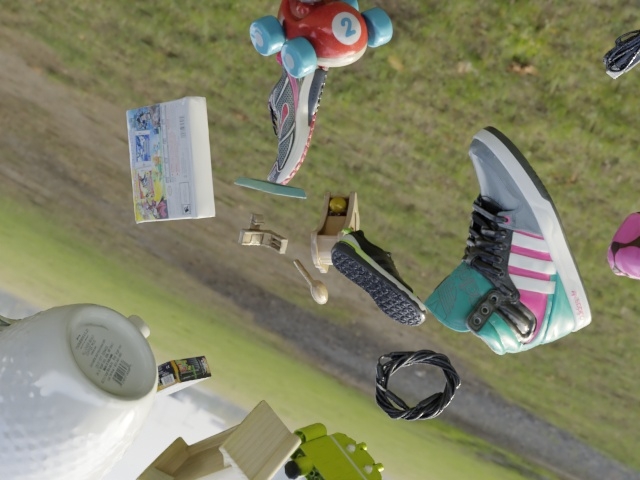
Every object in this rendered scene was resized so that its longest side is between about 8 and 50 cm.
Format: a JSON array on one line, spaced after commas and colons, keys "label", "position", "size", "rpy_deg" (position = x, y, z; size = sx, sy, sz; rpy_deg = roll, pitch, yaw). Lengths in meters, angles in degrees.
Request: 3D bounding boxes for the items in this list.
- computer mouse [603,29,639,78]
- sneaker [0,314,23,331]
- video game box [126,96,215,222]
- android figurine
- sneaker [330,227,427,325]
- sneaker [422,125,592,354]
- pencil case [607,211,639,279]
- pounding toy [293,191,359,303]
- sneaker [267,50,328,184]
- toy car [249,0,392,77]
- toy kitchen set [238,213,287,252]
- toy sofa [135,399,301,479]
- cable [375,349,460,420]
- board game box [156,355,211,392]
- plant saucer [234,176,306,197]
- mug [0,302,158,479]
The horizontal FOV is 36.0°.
[{"label": "computer mouse", "position": [0.634, -0.319, 1.683], "size": [0.272, 0.072, 0.188], "rpy_deg": [5, 147, -36]}, {"label": "sneaker", "position": [-0.654, 0.181, 1.882], "size": [0.283, 0.110, 0.122], "rpy_deg": [21, -159, -14]}, {"label": "video game box", "position": [-0.262, -0.136, 1.707], "size": [0.187, 0.205, 0.048], "rpy_deg": [-2, -177, 44]}, {"label": "android figurine", "position": [0.042, 0.512, 2.190], "size": [0.273, 0.056, 0.248], "rpy_deg": [-3, -134, -53]}, {"label": "sneaker", "position": [0.127, 0.061, 1.904], "size": [0.235, 0.097, 0.084], "rpy_deg": [43, 141, 1]}, {"label": "sneaker", "position": [0.199, 0.023, 1.195], "size": [0.295, 0.178, 0.124], "rpy_deg": [62, 175, -22]}, {"label": "pencil case", "position": [0.466, 0.015, 1.217], "size": [0.209, 0.098, 0.095], "rpy_deg": [13, 176, 42]}, {"label": "pounding toy", "position": [0.000, 0.000, 2.339], "size": [0.155, 0.269, 0.154], "rpy_deg": [1, 145, 13]}, {"label": "sneaker", "position": [-0.065, -0.261, 2.094], "size": [0.112, 0.299, 0.121], "rpy_deg": [14, -170, -1]}, {"label": "toy car", "position": [-0.003, -0.464, 1.837], "size": [0.210, 0.219, 0.238], "rpy_deg": [42, 148, 39]}, {"label": "toy kitchen set", "position": [-0.127, -0.016, 2.230], "size": [0.083, 0.068, 0.075], "rpy_deg": [1, -161, -40]}, {"label": "toy sofa", "position": [-0.196, 0.471, 1.994], "size": [0.177, 0.150, 0.362], "rpy_deg": [52, 135, -6]}, {"label": "cable", "position": [0.208, 0.311, 2.113], "size": [0.184, 0.150, 0.047], "rpy_deg": [0, 160, 10]}, {"label": "board game box", "position": [-0.313, 0.272, 1.865], "size": [0.170, 0.048, 0.141], "rpy_deg": [-24, 171, 17]}, {"label": "plant saucer", "position": [-0.094, -0.099, 1.817], "size": [0.067, 0.018, 0.192], "rpy_deg": [7, -175, -27]}, {"label": "mug", "position": [-0.396, 0.233, 1.522], "size": [0.276, 0.328, 0.374], "rpy_deg": [49, -153, -5]}]
